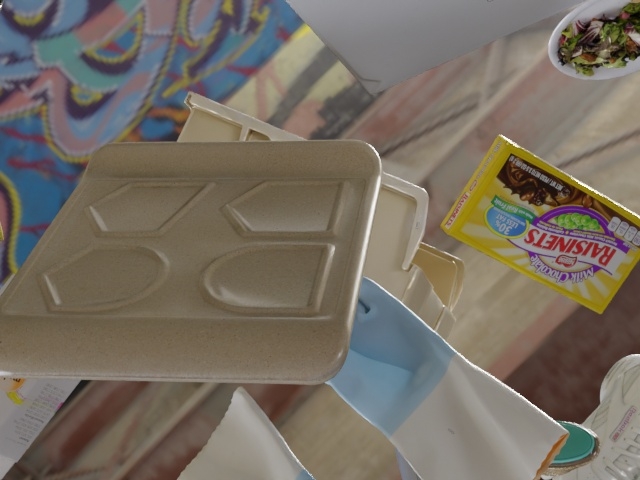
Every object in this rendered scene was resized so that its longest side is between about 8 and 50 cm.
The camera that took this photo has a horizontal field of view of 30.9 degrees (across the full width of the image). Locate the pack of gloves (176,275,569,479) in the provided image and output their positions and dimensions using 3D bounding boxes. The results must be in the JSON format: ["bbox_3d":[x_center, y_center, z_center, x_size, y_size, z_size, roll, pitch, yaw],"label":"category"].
[{"bbox_3d":[0.006,0.128,0.699,0.195,0.046,0.232,-55,-137,2],"label":"pack of gloves"}]

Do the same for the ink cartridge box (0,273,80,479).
[{"bbox_3d":[-0.308,0.138,1.120,0.181,0.104,0.061,-53,151,-5],"label":"ink cartridge box"}]

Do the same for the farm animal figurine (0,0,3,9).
[{"bbox_3d":[-0.367,-0.131,0.770,0.327,0.330,0.172,-6,-133,15],"label":"farm animal figurine"}]

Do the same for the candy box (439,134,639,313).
[{"bbox_3d":[0.223,-0.012,1.113,0.105,0.206,0.027,-58,-153,14],"label":"candy box"}]

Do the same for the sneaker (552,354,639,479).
[{"bbox_3d":[0.420,0.268,1.586,0.305,0.114,0.152,-57,-169,-26],"label":"sneaker"}]

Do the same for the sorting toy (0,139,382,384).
[{"bbox_3d":[-0.122,0.010,0.731,0.307,0.041,0.229,0,-146,9],"label":"sorting toy"}]

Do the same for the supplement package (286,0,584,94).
[{"bbox_3d":[0.087,-0.233,0.633,0.262,0.204,0.145,-22,-123,20],"label":"supplement package"}]

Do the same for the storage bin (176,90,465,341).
[{"bbox_3d":[0.000,0.000,1.108,0.123,0.260,0.262,-64,162,-7],"label":"storage bin"}]

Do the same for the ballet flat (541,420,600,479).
[{"bbox_3d":[0.255,0.261,1.428,0.206,0.067,0.073,-1,-136,38],"label":"ballet flat"}]

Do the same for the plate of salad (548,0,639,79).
[{"bbox_3d":[0.419,-0.280,1.612,0.200,0.200,0.048,-33,-128,37],"label":"plate of salad"}]

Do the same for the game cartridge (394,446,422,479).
[{"bbox_3d":[0.173,0.295,1.153,0.060,0.294,0.196,-37,-153,11],"label":"game cartridge"}]
